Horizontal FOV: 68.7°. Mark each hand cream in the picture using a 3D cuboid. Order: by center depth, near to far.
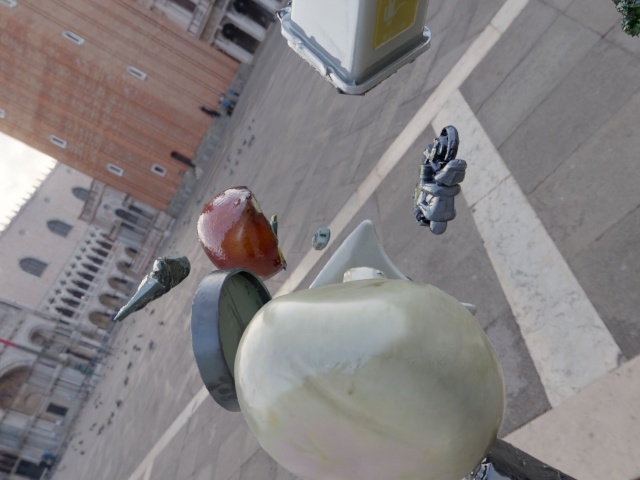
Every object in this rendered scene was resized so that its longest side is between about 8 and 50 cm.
[{"bbox_3d":[-0.252,0.066,0.750,0.075,0.052,0.248,-63,9,6],"label":"hand cream"}]

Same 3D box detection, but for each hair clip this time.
[{"bbox_3d":[0.047,0.113,0.633,0.113,0.172,0.282,-51,0,-29],"label":"hair clip"}]

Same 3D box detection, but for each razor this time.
[{"bbox_3d":[0.404,0.449,0.778,0.189,0.326,0.107,-4,-68,-71],"label":"razor"}]

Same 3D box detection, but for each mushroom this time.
[{"bbox_3d":[0.042,0.120,0.444,0.246,0.246,0.203,-47,28,41],"label":"mushroom"}]

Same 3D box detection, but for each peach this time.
[{"bbox_3d":[-0.234,-0.006,1.316,0.201,0.258,0.362,-24,-18,-6],"label":"peach"}]

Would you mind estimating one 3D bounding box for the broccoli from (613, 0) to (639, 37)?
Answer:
[{"bbox_3d":[0.672,-0.442,0.841,0.297,0.297,0.298,169,115,-68],"label":"broccoli"}]

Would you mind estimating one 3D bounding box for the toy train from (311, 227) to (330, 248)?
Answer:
[{"bbox_3d":[0.000,0.000,1.392,0.207,0.047,0.043,121,156,-81],"label":"toy train"}]

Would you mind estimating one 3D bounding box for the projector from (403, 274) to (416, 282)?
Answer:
[{"bbox_3d":[0.121,0.239,1.109,0.338,0.108,0.108,-64,17,17],"label":"projector"}]

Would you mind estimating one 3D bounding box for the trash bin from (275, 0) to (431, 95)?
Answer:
[{"bbox_3d":[0.065,-0.503,0.872,0.255,0.296,0.368,-36,-18,-16],"label":"trash bin"}]

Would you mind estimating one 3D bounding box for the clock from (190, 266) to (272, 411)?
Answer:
[{"bbox_3d":[-0.175,0.215,1.054,0.066,0.319,0.319,-15,38,17],"label":"clock"}]

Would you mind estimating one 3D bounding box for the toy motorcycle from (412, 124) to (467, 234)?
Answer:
[{"bbox_3d":[0.172,-0.073,0.691,0.193,0.061,0.124,99,171,-65],"label":"toy motorcycle"}]

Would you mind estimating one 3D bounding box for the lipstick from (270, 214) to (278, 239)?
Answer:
[{"bbox_3d":[-0.158,-0.036,1.575,0.037,0.037,0.116,-100,12,-62],"label":"lipstick"}]
